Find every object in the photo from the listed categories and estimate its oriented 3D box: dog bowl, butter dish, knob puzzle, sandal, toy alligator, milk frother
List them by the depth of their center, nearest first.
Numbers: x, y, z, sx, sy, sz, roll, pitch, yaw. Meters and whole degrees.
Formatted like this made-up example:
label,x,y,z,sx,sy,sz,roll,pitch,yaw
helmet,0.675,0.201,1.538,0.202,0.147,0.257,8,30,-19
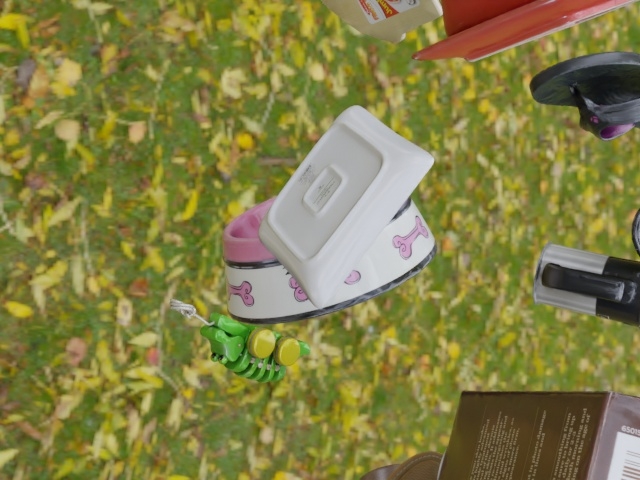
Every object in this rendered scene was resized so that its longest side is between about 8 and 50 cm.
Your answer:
label,x,y,z,sx,sy,sz,roll,pitch,yaw
butter dish,0.139,-0.189,0.639,0.160,0.160,0.118,-22,95,-27
toy alligator,-0.080,0.102,0.988,0.190,0.056,0.051,24,80,-47
milk frother,0.341,0.019,1.264,0.129,0.135,0.143,46,60,-62
knob puzzle,0.064,-0.351,1.371,0.030,0.213,0.213,-42,124,-30
sandal,0.545,-0.232,1.790,0.446,0.168,0.107,5,66,-37
dog bowl,0.000,0.000,1.903,0.408,0.408,0.150,-34,112,-47

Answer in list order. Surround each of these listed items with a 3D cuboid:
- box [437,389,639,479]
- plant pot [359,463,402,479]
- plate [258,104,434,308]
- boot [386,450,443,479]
label,x,y,z,sx,sy,sz,roll,pitch,yaw
box,0.235,0.255,1.020,0.143,0.381,0.191,18,79,-10
plant pot,0.119,0.430,1.522,0.167,0.167,0.165,49,22,-41
plate,0.017,-0.068,1.589,0.045,0.278,0.277,32,98,-32
boot,0.138,0.439,1.369,0.220,0.109,0.283,51,47,-53
